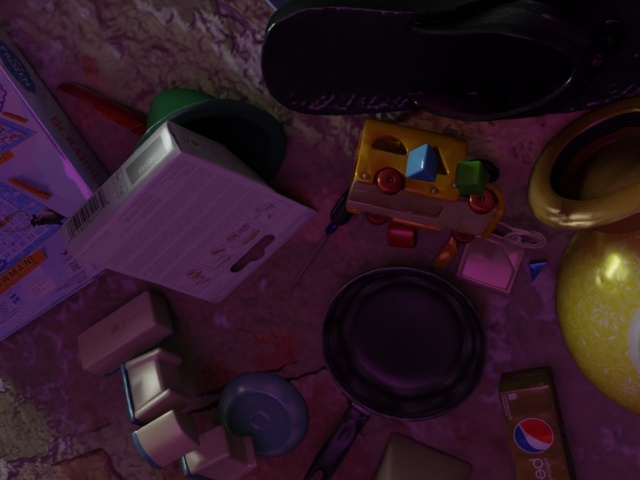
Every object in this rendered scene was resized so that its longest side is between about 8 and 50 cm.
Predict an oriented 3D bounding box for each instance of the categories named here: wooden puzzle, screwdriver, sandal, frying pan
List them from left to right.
[{"bbox_3d":[0.000,0.000,1.373,0.025,0.024,0.170,53,122,25],"label":"screwdriver"},{"bbox_3d":[0.091,0.179,1.391,0.197,0.053,0.326,11,112,10],"label":"frying pan"},{"bbox_3d":[0.161,-0.180,1.193,0.445,0.107,0.168,-6,128,6],"label":"sandal"},{"bbox_3d":[0.194,0.024,1.337,0.116,0.014,0.079,25,116,4],"label":"wooden puzzle"}]

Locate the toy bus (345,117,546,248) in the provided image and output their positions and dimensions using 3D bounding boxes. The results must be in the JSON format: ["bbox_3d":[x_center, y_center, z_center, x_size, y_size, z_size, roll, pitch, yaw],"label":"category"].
[{"bbox_3d":[0.126,-0.070,1.270,0.191,0.104,0.202,-7,152,39],"label":"toy bus"}]

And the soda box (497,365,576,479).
[{"bbox_3d":[0.259,0.244,1.369,0.061,0.058,0.181,-11,106,16],"label":"soda box"}]

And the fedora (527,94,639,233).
[{"bbox_3d":[0.314,-0.065,1.212,0.194,0.194,0.079,-28,127,20],"label":"fedora"}]

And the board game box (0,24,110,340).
[{"bbox_3d":[-0.422,-0.046,1.428,0.318,0.066,0.318,-31,99,21],"label":"board game box"}]

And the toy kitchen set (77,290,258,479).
[{"bbox_3d":[-0.188,0.199,1.444,0.122,0.166,0.207,-31,54,20],"label":"toy kitchen set"}]

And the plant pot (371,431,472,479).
[{"bbox_3d":[0.111,0.316,1.407,0.109,0.096,0.109,23,111,5],"label":"plant pot"}]

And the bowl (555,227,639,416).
[{"bbox_3d":[0.394,0.088,1.234,0.289,0.156,0.290,4,109,12],"label":"bowl"}]

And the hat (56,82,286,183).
[{"bbox_3d":[-0.162,-0.156,1.353,0.208,0.184,0.173,11,131,-36],"label":"hat"}]

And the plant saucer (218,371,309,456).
[{"bbox_3d":[-0.074,0.223,1.460,0.119,0.021,0.119,4,108,11],"label":"plant saucer"}]

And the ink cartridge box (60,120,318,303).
[{"bbox_3d":[-0.147,-0.025,1.329,0.189,0.232,0.066,-42,57,22],"label":"ink cartridge box"}]

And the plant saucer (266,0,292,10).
[{"bbox_3d":[0.060,-0.358,1.225,0.317,0.044,0.318,4,108,11],"label":"plant saucer"}]
